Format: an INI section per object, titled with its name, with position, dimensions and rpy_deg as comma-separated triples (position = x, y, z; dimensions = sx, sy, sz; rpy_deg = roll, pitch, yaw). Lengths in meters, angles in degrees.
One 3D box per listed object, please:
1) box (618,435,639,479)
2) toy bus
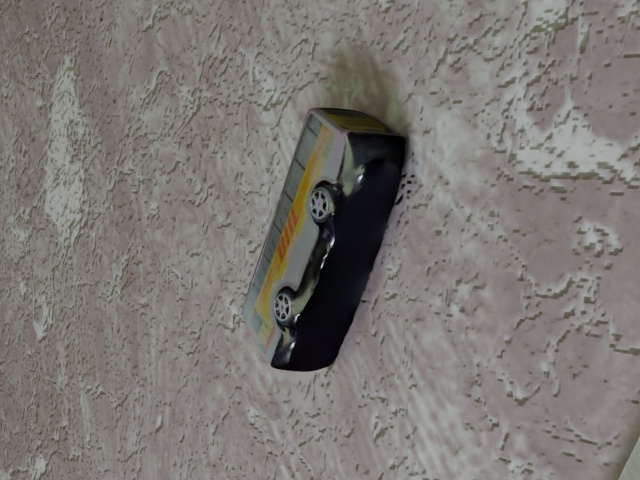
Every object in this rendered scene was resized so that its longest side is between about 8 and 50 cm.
[box]
position = 0.184, 0.129, 0.474
dimensions = 0.109, 0.029, 0.198
rpy_deg = 52, 130, 54
[toy bus]
position = 0.000, 0.000, 0.675
dimensions = 0.072, 0.057, 0.172
rpy_deg = 46, 125, 44
